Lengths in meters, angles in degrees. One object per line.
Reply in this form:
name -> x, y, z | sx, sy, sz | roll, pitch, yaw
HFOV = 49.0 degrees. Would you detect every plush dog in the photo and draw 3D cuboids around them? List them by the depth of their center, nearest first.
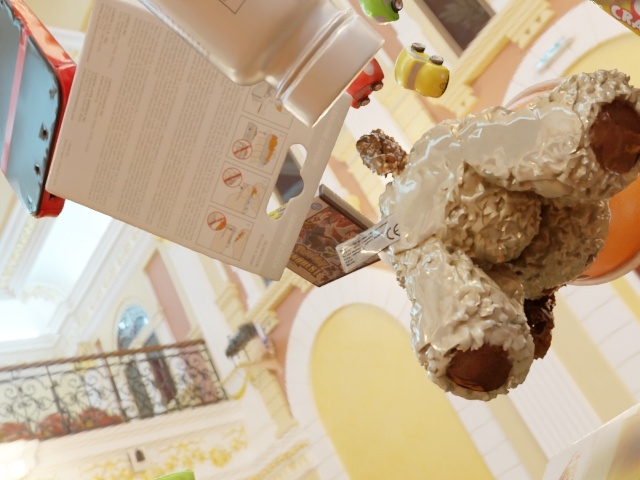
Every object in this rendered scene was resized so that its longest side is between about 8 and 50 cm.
plush dog -> 0.162, -0.016, 0.598 | 0.225, 0.210, 0.262 | 14, -74, -43

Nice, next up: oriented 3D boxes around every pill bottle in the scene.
pill bottle -> -0.062, -0.210, 0.605 | 0.131, 0.229, 0.131 | -49, 5, 6

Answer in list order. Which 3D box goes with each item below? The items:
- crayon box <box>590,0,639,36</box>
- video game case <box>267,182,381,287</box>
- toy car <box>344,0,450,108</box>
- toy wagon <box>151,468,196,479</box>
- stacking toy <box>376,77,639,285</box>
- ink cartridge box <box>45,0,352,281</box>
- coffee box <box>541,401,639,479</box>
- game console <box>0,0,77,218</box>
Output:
crayon box -> 0.312, -0.254, 0.491 | 0.106, 0.363, 0.313 | -44, -16, -7
video game case -> 0.000, 0.000, 1.598 | 0.248, 0.035, 0.275 | -26, -45, 33
toy car -> 0.094, -0.327, 1.110 | 0.053, 0.225, 0.239 | -15, 13, -36
toy wagon -> -0.165, 0.413, 0.821 | 0.344, 0.267, 0.068 | -22, -16, 18
stacking toy -> 0.258, -0.048, 1.059 | 0.479, 0.351, 0.351 | -17, -28, -35
ink cartridge box -> -0.182, -0.150, 1.044 | 0.091, 0.385, 0.308 | -75, 7, -73
coffee box -> 0.353, 0.350, 0.559 | 0.337, 0.338, 0.334 | -47, -9, -40
game console -> -0.604, -0.269, 1.446 | 0.060, 0.342, 0.386 | -15, -34, -43
